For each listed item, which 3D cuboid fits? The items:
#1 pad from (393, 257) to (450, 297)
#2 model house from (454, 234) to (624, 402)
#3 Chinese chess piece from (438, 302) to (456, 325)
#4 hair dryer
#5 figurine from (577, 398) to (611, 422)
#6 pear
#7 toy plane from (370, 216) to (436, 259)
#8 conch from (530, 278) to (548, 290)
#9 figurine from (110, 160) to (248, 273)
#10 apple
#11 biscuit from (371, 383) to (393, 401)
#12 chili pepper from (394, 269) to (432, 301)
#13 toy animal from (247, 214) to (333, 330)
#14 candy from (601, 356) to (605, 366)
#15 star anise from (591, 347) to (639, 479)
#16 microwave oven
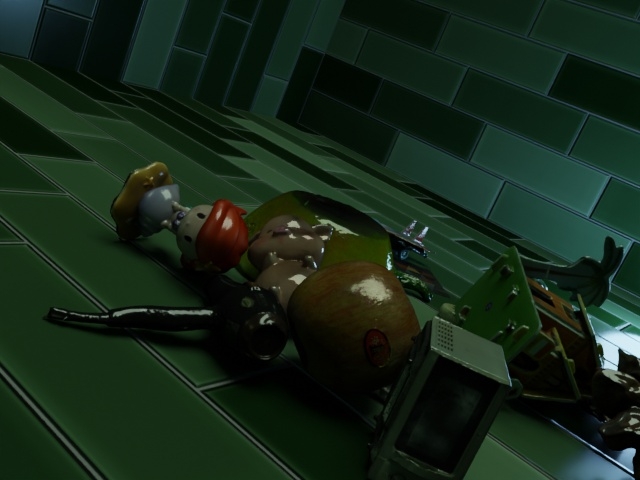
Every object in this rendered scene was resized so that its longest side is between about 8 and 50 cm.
[{"bbox_3d":[0.278,0.101,1.933,0.143,0.003,0.211,19,15,-14],"label":"pad"},{"bbox_3d":[0.494,0.178,1.344,0.324,0.340,0.300,32,27,-13],"label":"model house"},{"bbox_3d":[0.330,0.184,1.663,0.084,0.034,0.084,21,14,-6],"label":"Chinese chess piece"},{"bbox_3d":[-0.238,0.102,1.054,0.360,0.120,0.304,5,13,-26],"label":"hair dryer"},{"bbox_3d":[0.593,0.360,1.418,0.072,0.054,0.129,-5,35,-30],"label":"figurine"},{"bbox_3d":[0.001,-0.002,1.523,0.399,0.165,0.399,18,18,-6],"label":"pear"},{"bbox_3d":[0.194,-0.013,2.012,0.327,0.104,0.223,5,20,-40],"label":"toy plane"},{"bbox_3d":[0.568,0.179,1.852,0.196,0.134,0.202,64,11,-2],"label":"conch"},{"bbox_3d":[-0.239,-0.027,1.295,0.257,0.208,0.181,28,52,21],"label":"figurine"},{"bbox_3d":[0.052,0.136,1.059,0.188,0.211,0.211,-21,26,-8],"label":"apple"},{"bbox_3d":[0.113,0.228,1.195,0.266,0.040,0.188,21,13,-7],"label":"biscuit"},{"bbox_3d":[0.201,0.107,1.716,0.182,0.050,0.073,17,9,-29],"label":"chili pepper"},{"bbox_3d":[-0.056,0.058,1.274,0.167,0.154,0.250,6,45,-7],"label":"toy animal"},{"bbox_3d":[0.518,0.231,1.591,0.336,0.093,0.092,29,56,-10],"label":"candy"},{"bbox_3d":[0.637,0.341,1.274,0.316,0.108,0.315,10,53,-13],"label":"star anise"},{"bbox_3d":[0.153,0.229,0.927,0.129,0.204,0.163,24,14,3],"label":"microwave oven"}]
